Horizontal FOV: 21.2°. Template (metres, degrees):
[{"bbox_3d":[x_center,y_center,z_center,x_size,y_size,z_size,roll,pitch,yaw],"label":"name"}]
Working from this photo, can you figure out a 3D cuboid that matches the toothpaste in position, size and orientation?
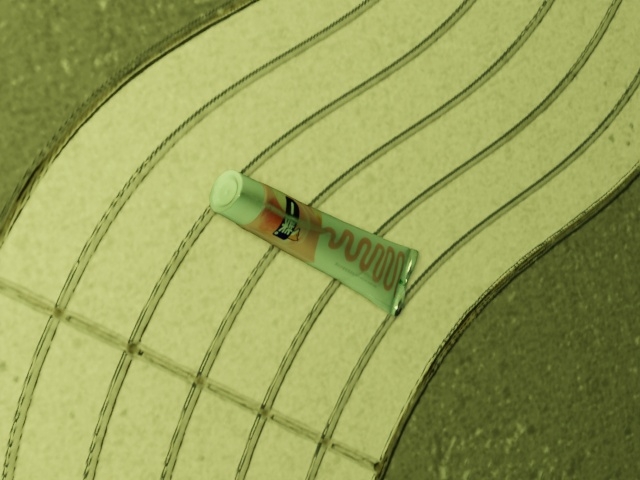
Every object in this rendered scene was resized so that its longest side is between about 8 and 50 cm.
[{"bbox_3d":[0.000,0.000,1.290,0.205,0.036,0.056,27,78,-42],"label":"toothpaste"}]
